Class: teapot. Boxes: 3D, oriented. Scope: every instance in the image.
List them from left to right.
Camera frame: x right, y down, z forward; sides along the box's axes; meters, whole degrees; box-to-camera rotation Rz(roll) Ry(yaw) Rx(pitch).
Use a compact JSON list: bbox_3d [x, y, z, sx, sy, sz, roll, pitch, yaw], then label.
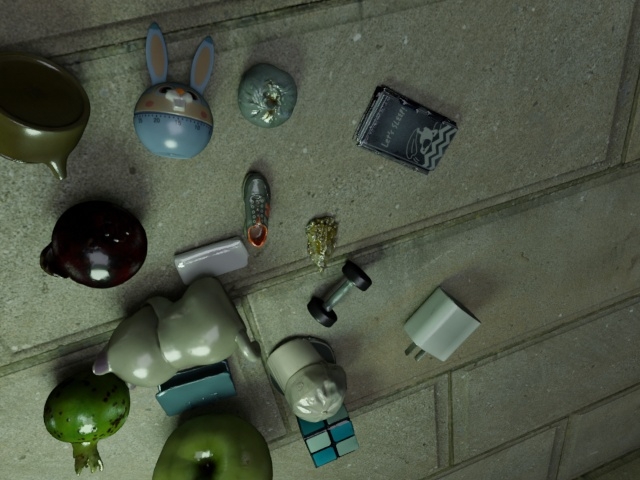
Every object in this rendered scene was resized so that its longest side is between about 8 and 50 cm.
[{"bbox_3d":[-0.562,-0.236,0.820,0.175,0.185,0.268,-35,95,36],"label":"teapot"}]

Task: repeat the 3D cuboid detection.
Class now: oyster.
[{"bbox_3d":[0.000,0.000,1.228,0.121,0.045,0.146,35,101,-17],"label":"oyster"}]

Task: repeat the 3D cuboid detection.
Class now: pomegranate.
[{"bbox_3d":[-0.608,0.465,1.139,0.210,0.263,0.211,-3,159,-1],"label":"pomegranate"}]

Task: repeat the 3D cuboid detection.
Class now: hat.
[{"bbox_3d":[-0.042,0.435,1.364,0.232,0.161,0.275,-39,92,0],"label":"hat"}]

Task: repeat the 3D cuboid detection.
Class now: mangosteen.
[{"bbox_3d":[-0.489,0.013,0.967,0.209,0.210,0.210,-9,120,-15],"label":"mangosteen"}]

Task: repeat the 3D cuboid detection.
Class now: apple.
[{"bbox_3d":[-0.313,0.703,1.317,0.356,0.357,0.358,-9,120,-15],"label":"apple"}]

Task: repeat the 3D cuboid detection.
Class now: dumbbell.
[{"bbox_3d":[0.056,0.159,1.293,0.191,0.100,0.100,-47,122,8],"label":"dumbbell"}]

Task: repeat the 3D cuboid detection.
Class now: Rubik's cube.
[{"bbox_3d":[0.015,0.618,1.482,0.167,0.180,0.184,-21,125,-7],"label":"Rubik's cube"}]

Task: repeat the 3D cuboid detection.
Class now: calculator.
[{"bbox_3d":[0.230,-0.283,1.159,0.273,0.028,0.166,17,114,-25],"label":"calculator"}]

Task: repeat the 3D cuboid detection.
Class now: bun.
[{"bbox_3d":[-0.116,-0.319,0.979,0.140,0.083,0.141,-11,122,-17],"label":"bun"}]

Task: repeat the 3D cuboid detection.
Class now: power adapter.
[{"bbox_3d":[0.391,0.308,1.483,0.187,0.124,0.255,34,101,-31],"label":"power adapter"}]

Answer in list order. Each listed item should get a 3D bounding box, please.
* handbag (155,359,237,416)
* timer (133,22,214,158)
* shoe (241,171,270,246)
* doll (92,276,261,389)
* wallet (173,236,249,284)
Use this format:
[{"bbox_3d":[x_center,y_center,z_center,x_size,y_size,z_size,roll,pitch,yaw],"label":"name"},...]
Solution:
[{"bbox_3d":[-0.375,0.455,1.327,0.220,0.057,0.144,-14,125,-12],"label":"handbag"},{"bbox_3d":[-0.290,-0.289,0.887,0.175,0.175,0.256,6,114,-23],"label":"timer"},{"bbox_3d":[-0.157,-0.073,1.101,0.074,0.077,0.195,-3,119,-18],"label":"shoe"},{"bbox_3d":[-0.358,0.238,1.127,0.369,0.226,0.215,-14,152,-1],"label":"doll"},{"bbox_3d":[-0.283,0.053,1.151,0.189,0.033,0.095,-17,123,-10],"label":"wallet"}]
